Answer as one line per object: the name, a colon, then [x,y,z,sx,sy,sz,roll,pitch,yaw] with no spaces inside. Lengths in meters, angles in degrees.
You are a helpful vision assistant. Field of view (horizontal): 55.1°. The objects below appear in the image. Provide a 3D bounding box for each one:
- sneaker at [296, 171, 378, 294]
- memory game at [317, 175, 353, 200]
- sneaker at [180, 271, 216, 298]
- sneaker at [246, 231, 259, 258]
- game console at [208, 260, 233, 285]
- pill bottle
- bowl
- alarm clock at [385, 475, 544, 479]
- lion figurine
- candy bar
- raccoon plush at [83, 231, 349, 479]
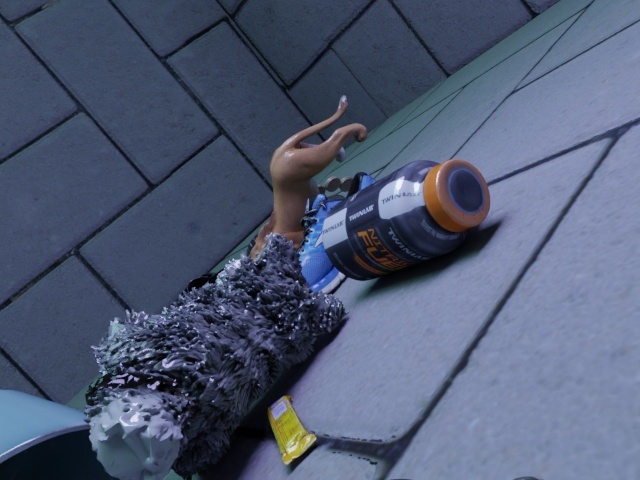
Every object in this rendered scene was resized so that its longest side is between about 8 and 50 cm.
sneaker: [0.000,0.000,1.115,0.330,0.147,0.130,-44,10,-21]
memory game: [0.018,-0.065,1.365,0.186,0.186,0.012,-41,51,-3]
sneaker: [-0.276,0.160,1.466,0.296,0.147,0.104,-31,15,51]
sneaker: [-0.079,-0.018,1.747,0.297,0.111,0.129,-35,-6,11]
game console: [-0.147,0.119,1.140,0.124,0.144,0.085,-34,10,35]
pill bottle: [0.115,-0.030,0.838,0.130,0.130,0.246,-46,10,-32]
bowl: [-0.367,0.288,0.663,0.311,0.163,0.311,-39,-35,-35]
alarm clock: [0.044,0.184,0.337,0.192,0.064,0.129,-36,10,9]
lion figurine: [-0.041,-0.079,1.212,0.240,0.392,0.142,-12,23,-25]
candy bar: [-0.037,0.205,0.682,0.040,0.018,0.161,-39,8,-8]
raccoon plush: [-0.081,0.135,0.726,0.299,0.216,0.446,-35,15,-12]
